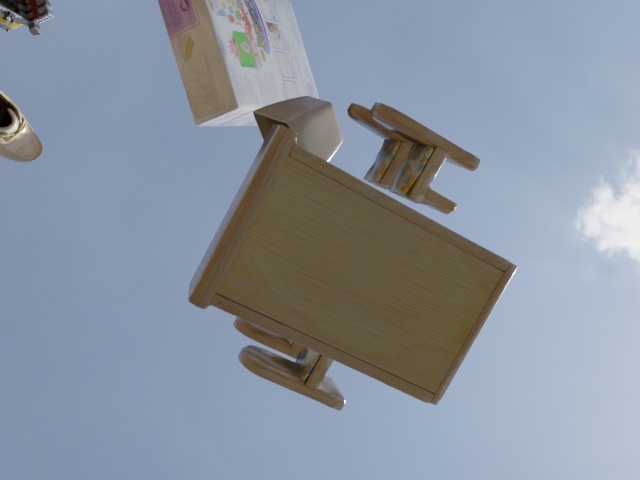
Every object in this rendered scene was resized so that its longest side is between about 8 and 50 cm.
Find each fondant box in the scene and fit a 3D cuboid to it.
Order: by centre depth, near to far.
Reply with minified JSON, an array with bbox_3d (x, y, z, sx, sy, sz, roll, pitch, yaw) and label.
[{"bbox_3d":[-0.134,-0.340,1.110,0.096,0.330,0.238,-15,-87,26],"label":"fondant box"}]

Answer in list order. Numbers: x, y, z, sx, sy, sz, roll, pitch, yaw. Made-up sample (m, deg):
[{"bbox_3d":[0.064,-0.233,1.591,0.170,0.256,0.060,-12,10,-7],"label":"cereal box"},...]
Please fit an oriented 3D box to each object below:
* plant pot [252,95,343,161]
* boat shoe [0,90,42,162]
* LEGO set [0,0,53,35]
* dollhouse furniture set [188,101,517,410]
[{"bbox_3d":[-0.028,-0.176,0.974,0.096,0.109,0.109,-36,-142,-20],"label":"plant pot"},{"bbox_3d":[-0.404,-0.149,0.747,0.059,0.170,0.063,19,-109,25],"label":"boat shoe"},{"bbox_3d":[-0.561,-0.392,0.866,0.255,0.331,0.192,-16,-99,9],"label":"LEGO set"},{"bbox_3d":[0.000,0.000,0.716,0.257,0.394,0.362,28,-85,-15],"label":"dollhouse furniture set"}]
